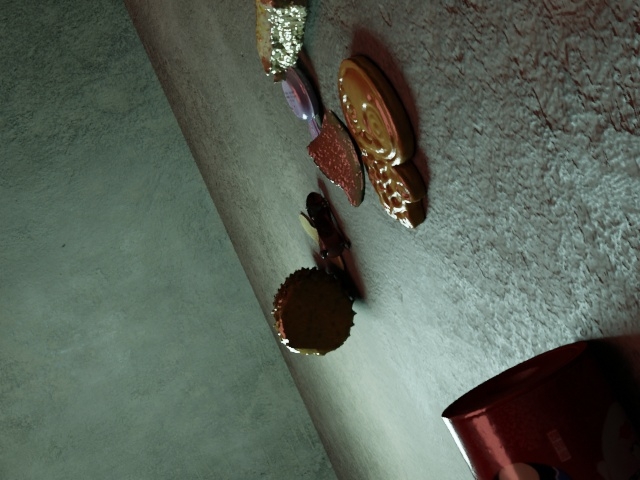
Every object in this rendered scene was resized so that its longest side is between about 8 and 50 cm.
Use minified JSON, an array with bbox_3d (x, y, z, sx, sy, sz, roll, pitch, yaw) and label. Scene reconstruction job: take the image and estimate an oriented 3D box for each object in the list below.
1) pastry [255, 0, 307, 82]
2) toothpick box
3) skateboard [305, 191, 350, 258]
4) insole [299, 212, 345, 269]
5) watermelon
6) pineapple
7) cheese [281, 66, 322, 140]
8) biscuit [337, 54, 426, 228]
[{"bbox_3d":[-0.072,-0.382,1.421,0.121,0.089,0.258,64,167,16],"label":"pastry"},{"bbox_3d":[0.310,0.314,1.015,0.333,0.204,0.204,62,167,5],"label":"toothpick box"},{"bbox_3d":[0.009,-0.034,1.868,0.080,0.067,0.151,108,141,-86],"label":"skateboard"},{"bbox_3d":[0.000,0.000,2.047,0.248,0.011,0.081,45,158,55],"label":"insole"},{"bbox_3d":[0.044,-0.135,1.463,0.155,0.080,0.101,56,-164,10],"label":"watermelon"},{"bbox_3d":[-0.025,0.154,2.087,0.362,0.202,0.202,-124,9,-81],"label":"pineapple"},{"bbox_3d":[-0.028,-0.251,1.605,0.191,0.042,0.105,67,168,-16],"label":"cheese"},{"bbox_3d":[0.093,-0.150,1.335,0.202,0.044,0.289,43,154,57],"label":"biscuit"}]
